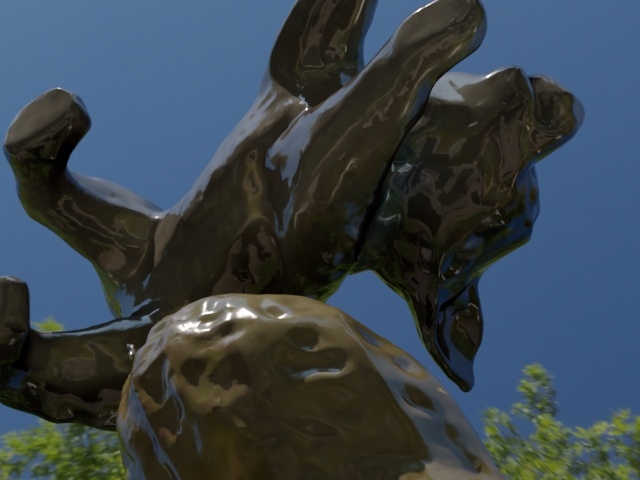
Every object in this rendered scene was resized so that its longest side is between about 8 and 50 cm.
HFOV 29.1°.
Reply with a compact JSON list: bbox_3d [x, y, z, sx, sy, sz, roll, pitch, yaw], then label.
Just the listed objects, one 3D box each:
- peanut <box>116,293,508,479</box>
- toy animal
[{"bbox_3d":[0.033,0.129,0.482,0.149,0.149,0.313,-51,-135,-2],"label":"peanut"},{"bbox_3d":[0.000,0.000,0.740,0.344,0.303,0.194,-28,-133,11],"label":"toy animal"}]
